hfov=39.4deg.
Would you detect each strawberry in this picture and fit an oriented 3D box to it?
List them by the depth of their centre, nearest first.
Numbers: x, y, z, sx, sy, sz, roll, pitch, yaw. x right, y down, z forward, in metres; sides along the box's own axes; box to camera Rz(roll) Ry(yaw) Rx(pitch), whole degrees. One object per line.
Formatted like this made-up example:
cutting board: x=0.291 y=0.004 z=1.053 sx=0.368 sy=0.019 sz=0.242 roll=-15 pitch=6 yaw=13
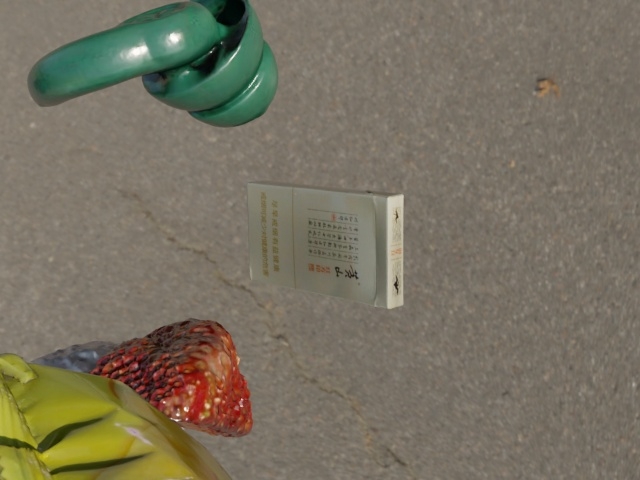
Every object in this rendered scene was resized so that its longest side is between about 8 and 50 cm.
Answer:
strawberry: x=-0.133 y=0.124 z=0.842 sx=0.236 sy=0.175 sz=0.107 roll=-8 pitch=67 yaw=48

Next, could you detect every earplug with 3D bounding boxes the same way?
earplug: x=-0.180 y=-0.202 z=1.090 sx=0.257 sy=0.280 sz=0.164 roll=-52 pitch=44 yaw=7

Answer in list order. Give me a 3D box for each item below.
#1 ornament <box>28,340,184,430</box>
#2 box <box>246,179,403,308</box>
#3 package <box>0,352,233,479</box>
ornament: x=-0.304 y=0.261 z=1.152 sx=0.259 sy=0.259 sz=0.225 roll=-29 pitch=77 yaw=6
box: x=0.001 y=0.000 z=1.675 sx=0.365 sy=0.051 sz=0.205 roll=9 pitch=104 yaw=44
package: x=-0.061 y=0.140 z=0.368 sx=0.090 sy=0.226 sz=0.168 roll=-41 pitch=39 yaw=-12
